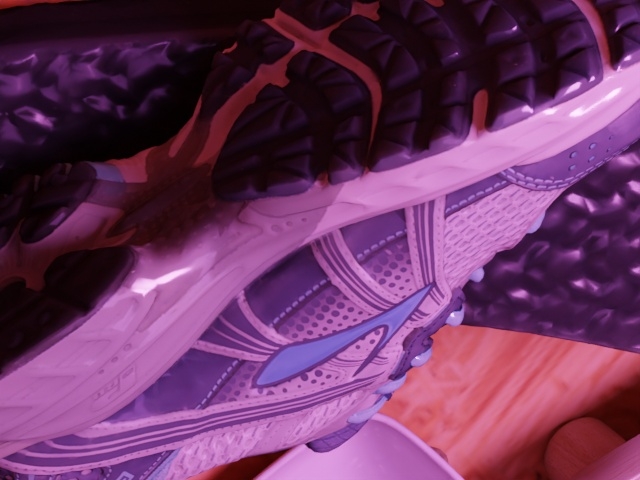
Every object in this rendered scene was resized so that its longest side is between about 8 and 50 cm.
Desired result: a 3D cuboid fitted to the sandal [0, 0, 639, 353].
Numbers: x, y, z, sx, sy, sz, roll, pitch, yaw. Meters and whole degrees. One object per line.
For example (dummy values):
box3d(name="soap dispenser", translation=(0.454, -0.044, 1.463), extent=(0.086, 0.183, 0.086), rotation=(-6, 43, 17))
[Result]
box3d(name="sandal", translation=(0.048, -0.046, 0.736), extent=(0.445, 0.107, 0.168), rotation=(-1, 117, -13))

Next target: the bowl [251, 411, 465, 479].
box3d(name="bowl", translation=(0.016, 0.154, 0.808), extent=(0.142, 0.053, 0.142), rotation=(-42, 86, 1))

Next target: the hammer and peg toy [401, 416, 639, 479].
box3d(name="hammer and peg toy", translation=(0.197, 0.167, 0.892), extent=(0.361, 0.127, 0.266), rotation=(-28, 124, -12))

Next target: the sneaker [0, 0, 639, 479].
box3d(name="sneaker", translation=(0.000, 0.000, 0.642), extent=(0.283, 0.110, 0.122), rotation=(-28, 131, 11))
